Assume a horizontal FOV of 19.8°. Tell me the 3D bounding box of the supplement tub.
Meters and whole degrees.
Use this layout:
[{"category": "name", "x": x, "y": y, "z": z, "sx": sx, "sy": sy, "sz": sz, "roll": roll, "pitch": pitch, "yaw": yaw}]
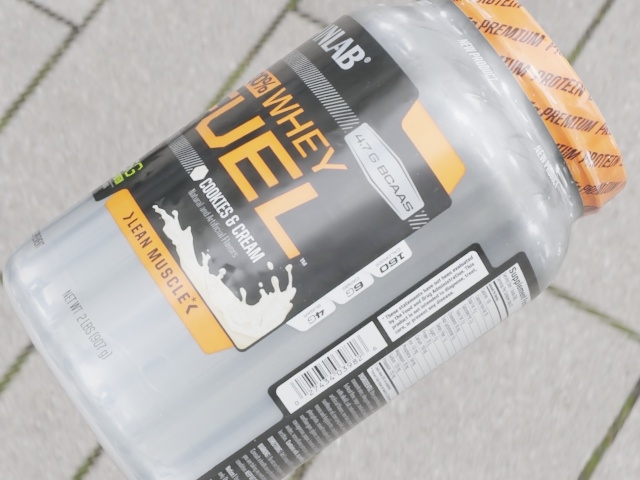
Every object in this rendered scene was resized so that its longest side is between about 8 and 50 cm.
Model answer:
[{"category": "supplement tub", "x": 0.000, "y": 0.000, "z": 1.025, "sx": 0.316, "sy": 0.193, "sz": 0.194, "roll": -36, "pitch": 69, "yaw": -3}]
